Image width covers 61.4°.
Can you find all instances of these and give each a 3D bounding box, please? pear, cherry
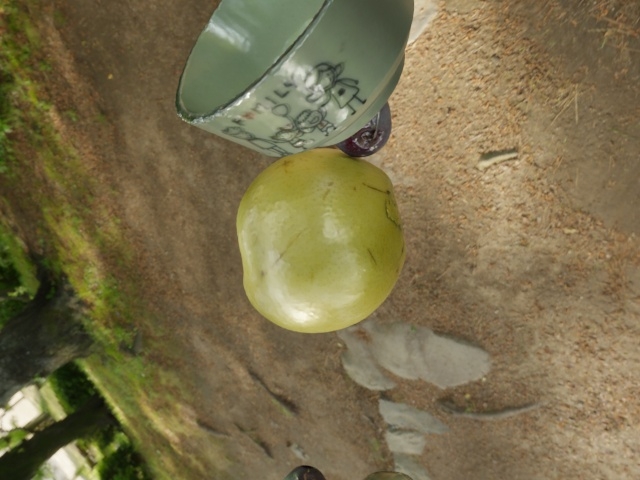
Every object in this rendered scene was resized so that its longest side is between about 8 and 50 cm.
[{"bbox_3d":[0.000,0.000,1.020,0.348,0.348,0.349,19,131,24],"label":"pear"},{"bbox_3d":[0.071,-0.236,0.917,0.115,0.148,0.188,18,144,17],"label":"cherry"}]

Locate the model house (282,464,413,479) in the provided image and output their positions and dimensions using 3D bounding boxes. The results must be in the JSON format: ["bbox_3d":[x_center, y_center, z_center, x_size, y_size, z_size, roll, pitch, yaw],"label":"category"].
[{"bbox_3d":[0.038,0.253,0.245,0.243,0.284,0.298,44,138,-17],"label":"model house"}]

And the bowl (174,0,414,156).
[{"bbox_3d":[-0.009,-0.152,0.433,0.211,0.212,0.112,-17,140,42],"label":"bowl"}]
